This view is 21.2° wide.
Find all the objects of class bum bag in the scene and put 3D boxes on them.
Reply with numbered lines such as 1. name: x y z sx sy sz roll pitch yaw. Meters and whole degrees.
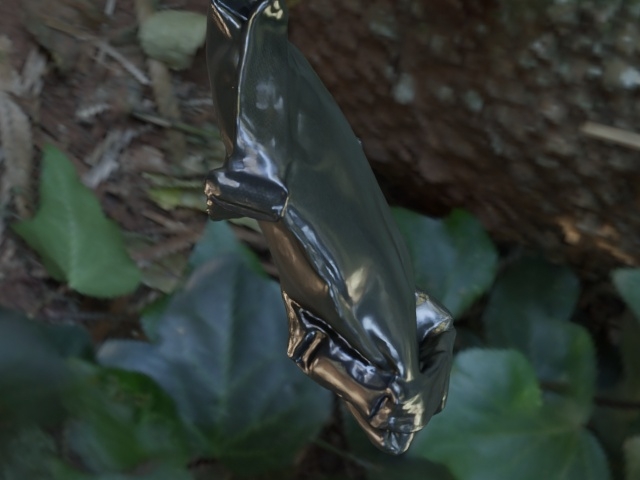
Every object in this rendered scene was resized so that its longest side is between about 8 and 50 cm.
1. bum bag: 0.000 0.000 0.889 0.080 0.142 0.326 -14 133 16
